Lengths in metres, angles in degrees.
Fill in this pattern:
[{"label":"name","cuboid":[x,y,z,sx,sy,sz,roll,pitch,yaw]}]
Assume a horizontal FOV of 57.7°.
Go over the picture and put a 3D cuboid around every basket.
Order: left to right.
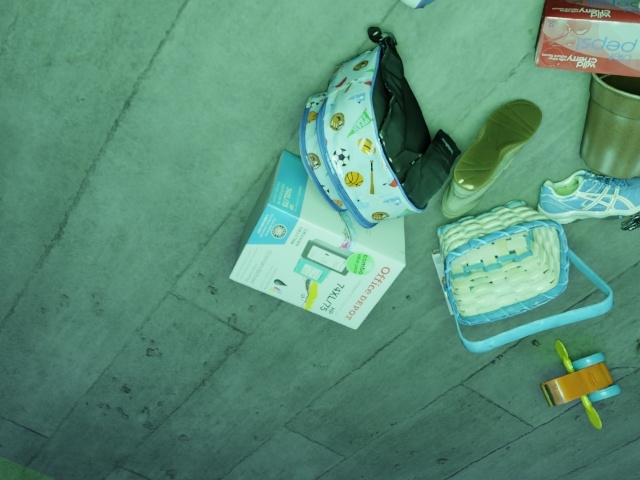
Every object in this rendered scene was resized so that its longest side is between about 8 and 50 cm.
[{"label":"basket","cuboid":[0.350,0.066,1.062,0.255,0.289,0.201,-17,119,7]}]

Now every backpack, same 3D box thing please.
[{"label":"backpack","cuboid":[0.085,-0.158,0.952,0.213,0.263,0.276,-25,121,24]}]

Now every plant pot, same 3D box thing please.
[{"label":"plant pot","cuboid":[0.507,-0.200,0.945,0.167,0.166,0.165,1,133,6]}]

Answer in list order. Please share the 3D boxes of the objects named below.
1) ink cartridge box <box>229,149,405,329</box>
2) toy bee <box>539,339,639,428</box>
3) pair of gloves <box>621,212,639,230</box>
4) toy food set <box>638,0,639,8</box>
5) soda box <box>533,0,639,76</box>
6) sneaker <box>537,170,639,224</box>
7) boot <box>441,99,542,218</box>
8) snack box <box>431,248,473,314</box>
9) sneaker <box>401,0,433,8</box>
[{"label":"ink cartridge box","cuboid":[0.000,0.000,1.120,0.270,0.197,0.198,23,126,-11]},{"label":"toy bee","cuboid":[0.610,0.329,1.323,0.299,0.195,0.162,8,152,-13]},{"label":"pair of gloves","cuboid":[0.612,-0.056,1.125,0.074,0.010,0.083,-27,122,22]},{"label":"toy food set","cuboid":[0.500,-0.374,0.819,0.133,0.191,0.038,17,162,-1]},{"label":"soda box","cuboid":[0.465,-0.306,0.869,0.264,0.083,0.092,9,142,14]},{"label":"sneaker","cuboid":[0.510,-0.087,1.071,0.211,0.080,0.081,-13,127,14]},{"label":"boot","cuboid":[0.300,-0.142,1.045,0.077,0.213,0.165,39,166,13]},{"label":"snack box","cuboid":[0.294,0.088,1.261,0.064,0.022,0.178,-14,124,14]},{"label":"sneaker","cuboid":[0.298,-0.407,0.824,0.236,0.130,0.323,36,117,-14]}]
